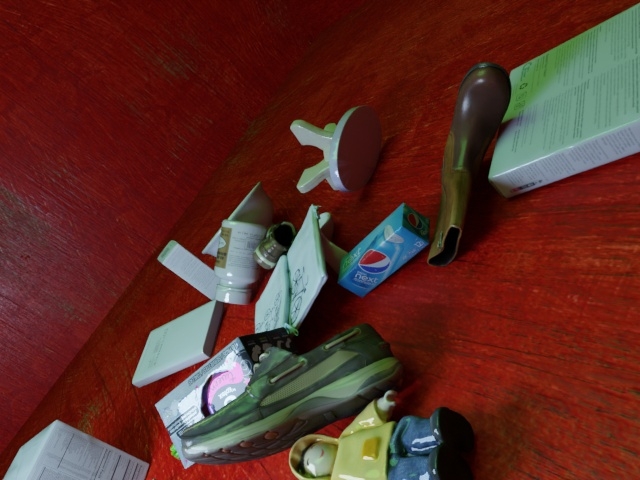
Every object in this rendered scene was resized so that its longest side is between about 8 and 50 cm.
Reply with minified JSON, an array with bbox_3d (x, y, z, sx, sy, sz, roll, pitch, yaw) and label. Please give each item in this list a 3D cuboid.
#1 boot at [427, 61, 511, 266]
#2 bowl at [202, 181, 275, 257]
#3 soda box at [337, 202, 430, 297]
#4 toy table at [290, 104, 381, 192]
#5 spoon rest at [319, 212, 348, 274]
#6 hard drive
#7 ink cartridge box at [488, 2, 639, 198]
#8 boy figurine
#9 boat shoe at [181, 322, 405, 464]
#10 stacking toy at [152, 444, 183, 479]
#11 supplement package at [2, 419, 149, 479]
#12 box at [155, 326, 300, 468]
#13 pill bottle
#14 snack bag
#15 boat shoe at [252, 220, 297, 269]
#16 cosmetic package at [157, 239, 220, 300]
[{"bbox_3d":[0.244,-0.129,0.874,0.264,0.096,0.280,104,-172,-57],"label":"boot"},{"bbox_3d":[-0.243,-0.038,1.641,0.298,0.134,0.298,-49,9,11],"label":"bowl"},{"bbox_3d":[0.121,0.023,0.989,0.210,0.067,0.071,-46,20,41],"label":"soda box"},{"bbox_3d":[0.047,-0.242,1.384,0.160,0.252,0.274,-3,39,37],"label":"toy table"},{"bbox_3d":[0.000,0.000,1.263,0.137,0.084,0.276,-49,25,1],"label":"spoon rest"},{"bbox_3d":[-0.436,0.315,1.544,0.307,0.040,0.203,-26,36,26],"label":"hard drive"},{"bbox_3d":[0.462,-0.251,0.846,0.330,0.071,0.324,-20,37,47],"label":"ink cartridge box"},{"bbox_3d":[0.072,0.295,0.699,0.285,0.092,0.177,-24,38,41],"label":"boy figurine"},{"bbox_3d":[-0.047,0.239,0.791,0.355,0.132,0.130,-20,55,-7],"label":"boat shoe"},{"bbox_3d":[-0.341,0.559,1.085,0.167,0.052,0.221,-51,22,-8],"label":"stacking toy"},{"bbox_3d":[-0.597,0.602,1.193,0.199,0.262,0.198,-37,28,28],"label":"supplement package"},{"bbox_3d":[-0.159,0.297,0.957,0.247,0.142,0.163,-41,-19,20],"label":"box"},{"bbox_3d":[-0.234,0.061,1.441,0.131,0.131,0.229,8,89,63],"label":"pill bottle"},{"bbox_3d":[-0.078,0.118,1.159,0.343,0.037,0.323,-60,18,26],"label":"snack bag"},{"bbox_3d":[-0.099,-0.006,1.386,0.095,0.095,0.257,-49,8,23],"label":"boat shoe"},{"bbox_3d":[-0.407,0.103,1.634,0.085,0.231,0.117,-55,25,-11],"label":"cosmetic package"}]
